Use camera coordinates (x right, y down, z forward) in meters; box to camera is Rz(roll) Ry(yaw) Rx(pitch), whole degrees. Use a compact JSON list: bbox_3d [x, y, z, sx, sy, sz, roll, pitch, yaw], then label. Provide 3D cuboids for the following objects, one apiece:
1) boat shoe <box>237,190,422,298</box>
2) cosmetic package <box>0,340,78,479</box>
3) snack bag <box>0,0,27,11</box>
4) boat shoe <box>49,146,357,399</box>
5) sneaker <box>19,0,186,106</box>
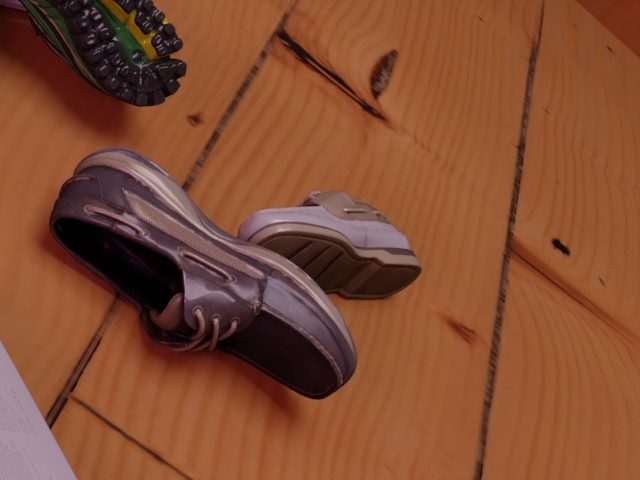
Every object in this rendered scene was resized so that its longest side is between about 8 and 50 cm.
[{"bbox_3d":[0.000,0.000,1.372,0.302,0.113,0.103,16,42,-53],"label":"boat shoe"},{"bbox_3d":[-0.300,0.149,0.754,0.377,0.097,0.284,51,14,33],"label":"cosmetic package"},{"bbox_3d":[-0.432,-0.407,1.350,0.342,0.037,0.323,6,52,-53],"label":"snack bag"},{"bbox_3d":[-0.128,0.058,1.166,0.355,0.132,0.130,36,44,-1],"label":"boat shoe"},{"bbox_3d":[-0.299,-0.287,1.266,0.134,0.146,0.344,-44,116,-23],"label":"sneaker"}]
